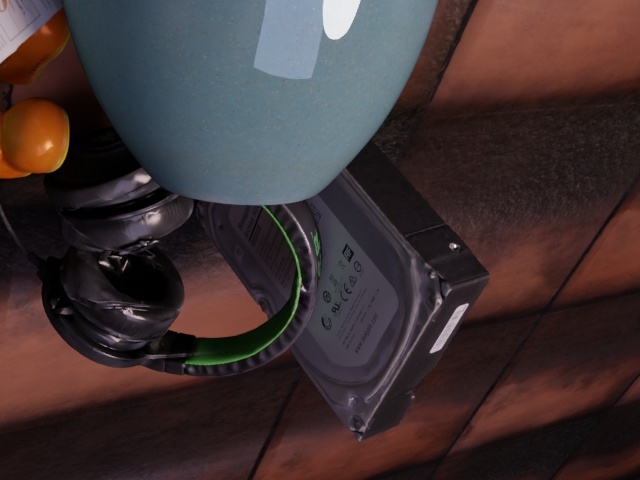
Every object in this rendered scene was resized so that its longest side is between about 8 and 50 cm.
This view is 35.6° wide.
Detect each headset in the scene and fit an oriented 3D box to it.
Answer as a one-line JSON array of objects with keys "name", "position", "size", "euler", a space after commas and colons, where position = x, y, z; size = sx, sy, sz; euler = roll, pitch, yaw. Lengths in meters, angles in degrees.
[{"name": "headset", "position": [-0.198, 0.016, 0.917], "size": [0.394, 0.185, 0.243], "euler": [12, 121, 2]}]

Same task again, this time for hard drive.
[{"name": "hard drive", "position": [0.000, 0.000, 0.999], "size": [0.064, 0.339, 0.237], "euler": [-14, 144, -36]}]

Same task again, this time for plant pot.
[{"name": "plant pot", "position": [-0.057, -0.138, 0.769], "size": [0.290, 0.290, 0.195], "euler": [-7, 111, -32]}]

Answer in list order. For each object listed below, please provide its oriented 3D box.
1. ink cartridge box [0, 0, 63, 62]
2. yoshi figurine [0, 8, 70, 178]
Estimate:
[{"name": "ink cartridge box", "position": [-0.279, -0.180, 0.644], "size": [0.066, 0.232, 0.189], "euler": [-13, 121, 22]}, {"name": "yoshi figurine", "position": [-0.339, -0.156, 0.690], "size": [0.362, 0.203, 0.203], "euler": [10, 113, -42]}]
